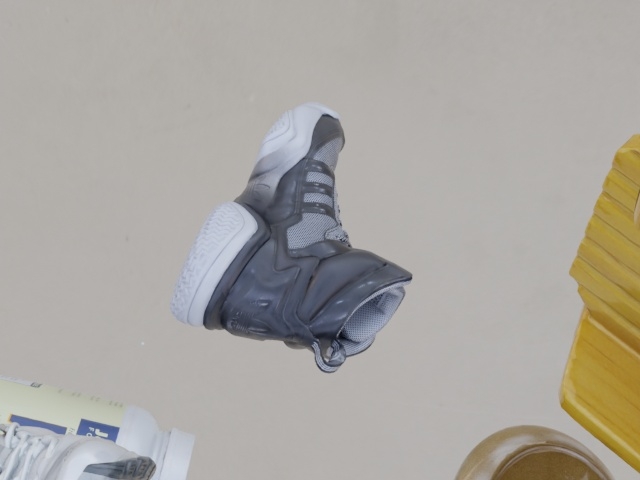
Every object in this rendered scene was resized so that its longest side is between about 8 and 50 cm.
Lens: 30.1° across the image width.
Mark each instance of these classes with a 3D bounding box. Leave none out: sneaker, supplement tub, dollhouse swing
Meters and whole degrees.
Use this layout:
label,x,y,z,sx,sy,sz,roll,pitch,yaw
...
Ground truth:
label,x,y,z,sx,sy,sz,roll,pitch,yaw
sneaker,0.000,0.000,0.917,0.153,0.101,0.268,28,40,2
supplement tub,-0.338,0.305,1.495,0.325,0.235,0.235,14,83,-5
sneaker,-0.215,0.198,0.929,0.129,0.297,0.111,37,65,-6
dollhouse swing,0.277,0.147,0.996,0.315,0.347,0.305,39,66,21

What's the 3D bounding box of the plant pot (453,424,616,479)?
label,x,y,z,sx,sy,sz,roll,pitch,yaw
plant pot,0.237,0.304,1.224,0.236,0.032,0.236,10,67,-24
